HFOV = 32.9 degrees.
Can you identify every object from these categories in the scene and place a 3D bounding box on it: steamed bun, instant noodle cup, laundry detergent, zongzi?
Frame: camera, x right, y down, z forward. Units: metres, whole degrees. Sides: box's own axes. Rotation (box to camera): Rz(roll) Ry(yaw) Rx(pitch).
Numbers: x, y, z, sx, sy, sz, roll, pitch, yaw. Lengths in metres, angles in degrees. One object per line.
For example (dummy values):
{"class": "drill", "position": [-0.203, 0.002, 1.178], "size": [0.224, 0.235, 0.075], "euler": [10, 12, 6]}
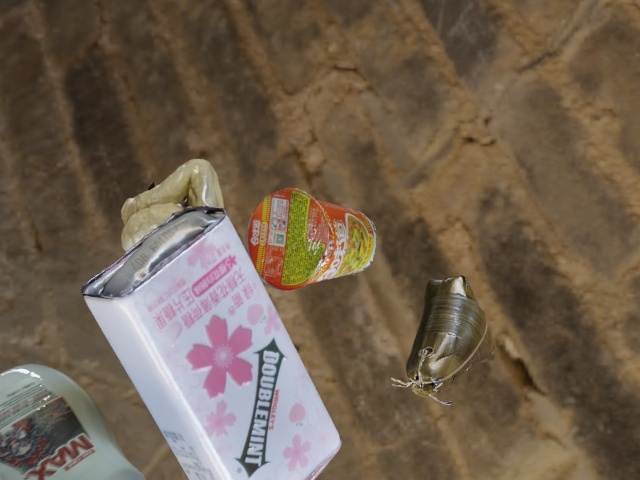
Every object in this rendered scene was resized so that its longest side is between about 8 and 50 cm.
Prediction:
{"class": "steamed bun", "position": [-0.227, -0.028, 1.649], "size": [0.141, 0.155, 0.172], "euler": [78, 4, -67]}
{"class": "instant noodle cup", "position": [0.000, 0.000, 2.036], "size": [0.193, 0.212, 0.193], "euler": [-1, -91, 35]}
{"class": "laundry detergent", "position": [-0.322, 0.303, 1.269], "size": [0.398, 0.264, 0.124], "euler": [23, -44, 45]}
{"class": "zongzi", "position": [0.244, 0.223, 1.917], "size": [0.111, 0.241, 0.247], "euler": [-10, -139, 34]}

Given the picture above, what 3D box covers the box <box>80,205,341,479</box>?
{"class": "box", "position": [-0.123, 0.153, 1.312], "size": [0.112, 0.190, 0.369], "euler": [3, -53, 46]}
